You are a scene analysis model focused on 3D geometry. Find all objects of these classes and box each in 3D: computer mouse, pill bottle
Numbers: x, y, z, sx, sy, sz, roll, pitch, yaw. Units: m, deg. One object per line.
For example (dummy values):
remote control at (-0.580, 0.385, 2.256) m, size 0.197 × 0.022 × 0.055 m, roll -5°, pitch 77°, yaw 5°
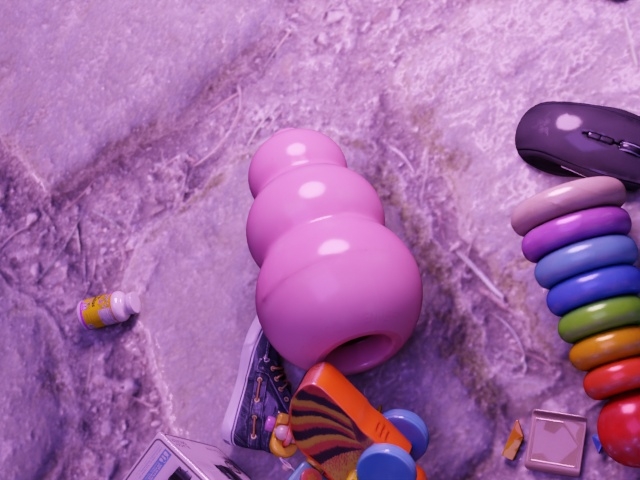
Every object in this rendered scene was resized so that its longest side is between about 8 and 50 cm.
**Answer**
computer mouse at (0.372, -0.147, 1.615) m, size 0.262 × 0.060 × 0.184 m, roll 23°, pitch 86°, yaw 26°
pill bottle at (-0.292, 0.095, 1.833) m, size 0.083 × 0.043 × 0.043 m, roll -15°, pitch 70°, yaw 18°

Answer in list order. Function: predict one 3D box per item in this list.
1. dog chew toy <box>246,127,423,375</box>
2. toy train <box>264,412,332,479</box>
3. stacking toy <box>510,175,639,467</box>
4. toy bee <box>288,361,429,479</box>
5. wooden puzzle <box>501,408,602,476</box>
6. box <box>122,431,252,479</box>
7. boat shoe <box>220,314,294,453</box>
dog chew toy at (0.000, 0.000, 1.662) m, size 0.206 × 0.206 × 0.332 m, roll -27°, pitch 59°, yaw 14°
toy train at (0.000, 0.251, 1.641) m, size 0.125 × 0.046 × 0.166 m, roll -9°, pitch 74°, yaw -15°
stacking toy at (0.333, 0.099, 1.538) m, size 0.141 × 0.141 × 0.330 m, roll -20°, pitch 76°, yaw 17°
toy bee at (0.066, 0.290, 1.569) m, size 0.298 × 0.195 × 0.162 m, roll 47°, pitch 121°, yaw 15°
wooden puzzle at (0.279, 0.240, 1.574) m, size 0.116 × 0.014 × 0.078 m, roll 13°, pitch 85°, yaw 25°
box at (-0.091, 0.363, 1.607) m, size 0.290 × 0.169 × 0.087 m, roll 38°, pitch 92°, yaw 26°
boat shoe at (-0.062, 0.183, 1.709) m, size 0.083 × 0.065 × 0.183 m, roll 13°, pitch 84°, yaw 17°
